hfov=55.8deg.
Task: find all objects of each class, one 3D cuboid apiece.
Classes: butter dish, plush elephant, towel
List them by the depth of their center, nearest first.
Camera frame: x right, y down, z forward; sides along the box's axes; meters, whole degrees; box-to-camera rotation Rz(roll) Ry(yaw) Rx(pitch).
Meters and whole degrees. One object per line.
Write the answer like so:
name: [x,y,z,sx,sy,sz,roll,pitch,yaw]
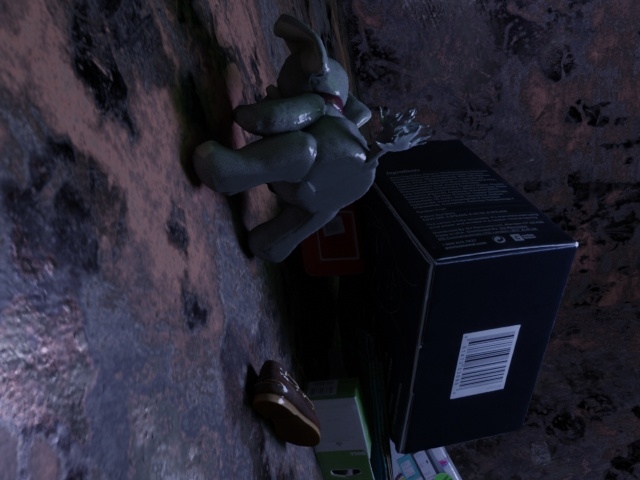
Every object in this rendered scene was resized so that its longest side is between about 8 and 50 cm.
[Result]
plush elephant: [-0.032,-0.177,0.919,0.272,0.329,0.256,51,14,-54]
butter dish: [0.000,0.000,1.262,0.160,0.118,0.160,-2,81,-36]
towel: [0.092,0.364,1.337,0.271,0.040,0.371,-173,-103,-77]

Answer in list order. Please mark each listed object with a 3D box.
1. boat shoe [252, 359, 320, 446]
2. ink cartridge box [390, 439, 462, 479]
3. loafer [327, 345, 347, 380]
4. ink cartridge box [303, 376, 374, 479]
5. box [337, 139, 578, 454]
boat shoe: [-0.046,0.261,0.953,0.207,0.073,0.073,68,20,-48]
ink cartridge box: [0.239,0.593,1.543,0.270,0.198,0.197,61,2,26]
loafer: [0.040,0.308,1.393,0.039,0.045,0.125,75,9,-57]
ink cartridge box: [0.039,0.373,1.187,0.062,0.108,0.209,-71,150,-63]
box: [0.240,0.097,1.301,0.472,0.297,0.480,-118,-155,-54]
